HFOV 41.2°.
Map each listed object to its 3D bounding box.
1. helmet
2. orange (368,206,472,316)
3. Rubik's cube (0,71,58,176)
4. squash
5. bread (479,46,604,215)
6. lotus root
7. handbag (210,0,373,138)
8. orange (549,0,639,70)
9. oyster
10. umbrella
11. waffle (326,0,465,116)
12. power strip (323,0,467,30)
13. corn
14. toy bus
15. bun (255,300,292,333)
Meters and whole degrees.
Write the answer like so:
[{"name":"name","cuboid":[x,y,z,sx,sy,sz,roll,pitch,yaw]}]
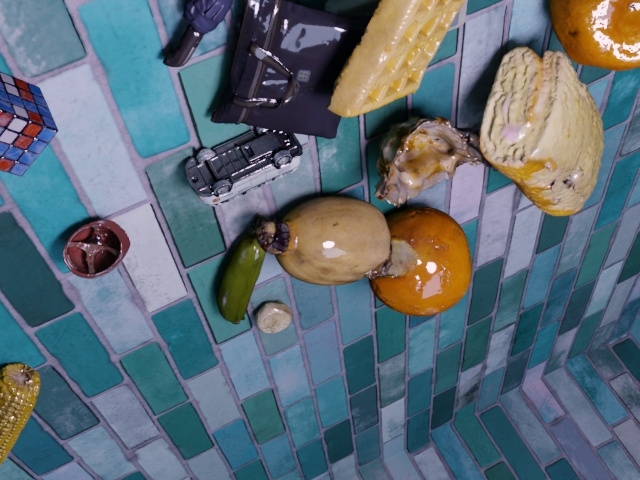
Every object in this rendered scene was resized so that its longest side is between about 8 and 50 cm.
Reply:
[{"name":"helmet","cuboid":[-0.373,0.009,1.423,0.111,0.057,0.089,-34,107,-4]},{"name":"orange","cuboid":[0.208,0.045,1.811,0.240,0.240,0.240,-22,148,-15]},{"name":"Rubik's cube","cuboid":[-0.418,-0.156,1.119,0.092,0.092,0.092,-44,147,20]},{"name":"squash","cuboid":[-0.162,0.080,1.697,0.071,0.080,0.318,17,134,-3]},{"name":"bread","cuboid":[0.437,-0.194,1.646,0.375,0.165,0.237,28,73,-58]},{"name":"lotus root","cuboid":[0.000,0.000,1.630,0.309,0.183,0.183,1,136,-38]},{"name":"handbag","cuboid":[-0.042,-0.256,1.284,0.211,0.089,0.254,3,141,-17]},{"name":"orange","cuboid":[0.519,-0.421,1.466,0.248,0.183,0.249,3,114,7]},{"name":"oyster","cuboid":[0.228,-0.167,1.618,0.337,0.133,0.198,-6,151,-45]},{"name":"umbrella","cuboid":[-0.143,-0.327,1.149,0.070,0.071,0.248,-2,143,-39]},{"name":"waffle","cuboid":[0.126,-0.300,1.251,0.221,0.055,0.248,-33,158,-52]},{"name":"power strip","cuboid":[0.118,-0.357,1.341,0.270,0.046,0.118,-22,148,-14]},{"name":"corn","cuboid":[-0.633,0.361,1.654,0.115,0.115,0.318,6,133,-45]},{"name":"toy bus","cuboid":[-0.128,-0.124,1.425,0.193,0.087,0.089,-27,158,-10]},{"name":"bun","cuboid":[-0.106,0.165,1.882,0.086,0.055,0.086,-12,134,-13]}]
